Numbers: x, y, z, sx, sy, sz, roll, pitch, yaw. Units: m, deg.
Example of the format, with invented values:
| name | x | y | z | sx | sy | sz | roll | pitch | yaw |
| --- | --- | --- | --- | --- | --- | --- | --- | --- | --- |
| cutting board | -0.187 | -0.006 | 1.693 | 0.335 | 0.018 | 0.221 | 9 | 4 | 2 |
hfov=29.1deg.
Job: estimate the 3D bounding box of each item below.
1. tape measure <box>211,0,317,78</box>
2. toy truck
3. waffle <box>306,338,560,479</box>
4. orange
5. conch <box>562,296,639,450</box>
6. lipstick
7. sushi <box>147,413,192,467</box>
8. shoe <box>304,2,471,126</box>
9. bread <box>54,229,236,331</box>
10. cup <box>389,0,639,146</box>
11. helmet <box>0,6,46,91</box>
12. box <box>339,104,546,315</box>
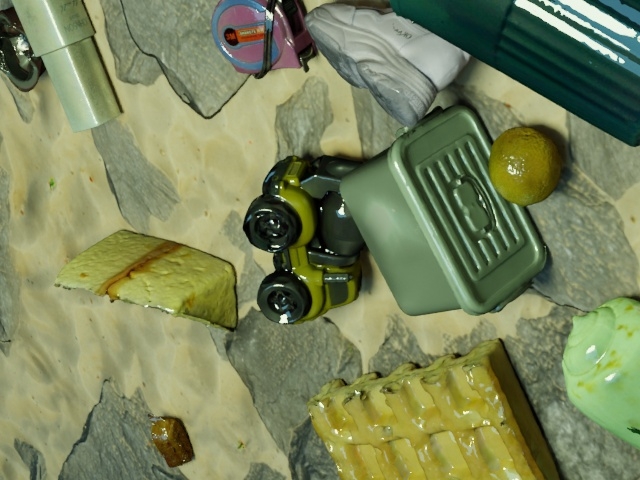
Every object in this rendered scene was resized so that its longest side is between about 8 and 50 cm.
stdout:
| name | x | y | z | sx | sy | sz | roll | pitch | yaw |
| --- | --- | --- | --- | --- | --- | --- | --- | --- | --- |
| tape measure | -0.075 | -0.266 | 1.562 | 0.118 | 0.074 | 0.125 | -2 | 117 | 32 |
| toy truck | 0.000 | 0.000 | 1.612 | 0.165 | 0.147 | 0.224 | 0 | 118 | 13 |
| waffle | 0.163 | 0.309 | 1.683 | 0.348 | 0.077 | 0.304 | -17 | 103 | 41 |
| orange | 0.234 | -0.083 | 1.419 | 0.085 | 0.085 | 0.095 | 19 | 133 | 28 |
| conch | 0.375 | 0.182 | 1.445 | 0.143 | 0.137 | 0.251 | -32 | 113 | 17 |
| lipstick | -0.367 | -0.285 | 1.769 | 0.077 | 0.079 | 0.253 | -12 | 107 | 36 |
| sushi | -0.250 | 0.327 | 2.013 | 0.060 | 0.061 | 0.118 | -5 | 111 | 26 |
| shoe | 0.082 | -0.237 | 1.440 | 0.245 | 0.137 | 0.095 | 45 | 172 | 45 |
| bread | -0.265 | 0.090 | 1.822 | 0.240 | 0.178 | 0.135 | 14 | 119 | 29 |
| cup | 0.272 | -0.279 | 1.218 | 0.292 | 0.308 | 0.242 | 36 | 162 | 16 |
| helmet | -0.436 | -0.290 | 1.822 | 0.098 | 0.070 | 0.123 | -2 | 119 | 45 |
| box | 0.140 | -0.025 | 1.477 | 0.135 | 0.163 | 0.243 | -21 | 100 | 51 |
